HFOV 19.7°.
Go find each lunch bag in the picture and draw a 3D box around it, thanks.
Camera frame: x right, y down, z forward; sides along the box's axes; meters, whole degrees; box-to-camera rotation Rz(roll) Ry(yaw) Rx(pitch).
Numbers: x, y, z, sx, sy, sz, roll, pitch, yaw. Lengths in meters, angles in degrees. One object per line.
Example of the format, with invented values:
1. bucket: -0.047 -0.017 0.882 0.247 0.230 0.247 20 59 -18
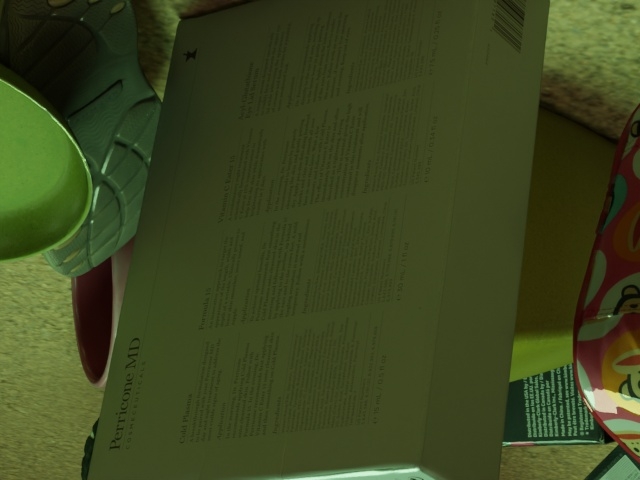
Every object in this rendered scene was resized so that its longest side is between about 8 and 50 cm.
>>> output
1. lunch bag: 0.308 0.052 1.357 0.120 0.293 0.258 -11 138 39

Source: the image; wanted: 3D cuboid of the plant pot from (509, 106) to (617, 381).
1. plant pot: 0.151 0.013 1.490 0.187 0.212 0.212 4 161 -25

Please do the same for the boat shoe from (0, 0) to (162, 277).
1. boat shoe: -0.199 -0.111 1.385 0.130 0.132 0.355 44 154 26

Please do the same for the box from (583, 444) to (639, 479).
1. box: 0.366 0.155 1.686 0.232 0.059 0.183 -49 159 23

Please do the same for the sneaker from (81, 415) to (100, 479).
1. sneaker: -0.084 0.195 1.927 0.410 0.158 0.182 -41 150 27

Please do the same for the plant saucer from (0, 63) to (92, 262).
1. plant saucer: -0.273 -0.068 1.277 0.241 0.037 0.241 7 144 5

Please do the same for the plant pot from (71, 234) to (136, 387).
1. plant pot: -0.117 0.028 1.638 0.180 0.201 0.201 -1 161 -19

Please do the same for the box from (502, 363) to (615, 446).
1. box: 0.163 0.121 1.744 0.270 0.143 0.165 -5 177 29

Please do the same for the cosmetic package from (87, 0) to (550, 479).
1. cosmetic package: 0.000 0.000 1.260 0.284 0.377 0.097 -8 152 36
